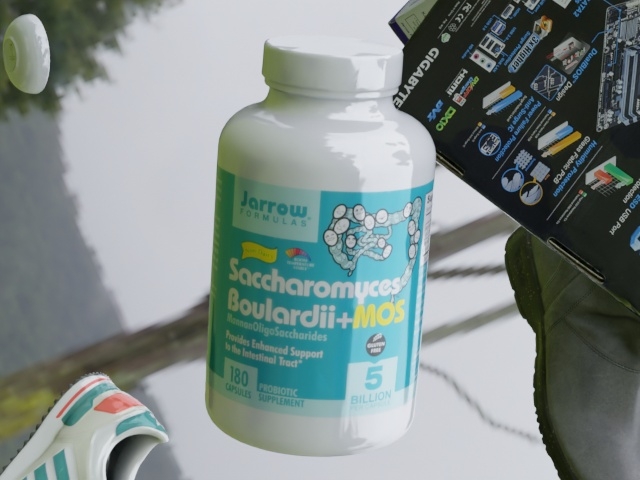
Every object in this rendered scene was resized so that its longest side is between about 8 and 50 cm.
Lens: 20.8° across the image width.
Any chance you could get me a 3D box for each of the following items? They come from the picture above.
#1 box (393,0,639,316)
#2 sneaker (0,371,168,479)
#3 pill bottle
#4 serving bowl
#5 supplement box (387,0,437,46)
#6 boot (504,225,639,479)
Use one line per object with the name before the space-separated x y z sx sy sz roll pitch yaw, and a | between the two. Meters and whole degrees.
box | 0.227 -0.130 1.243 0.293 0.295 0.073 39 6 26
sneaker | -0.156 0.162 1.071 0.075 0.161 0.057 28 -14 30
pill bottle | 0.000 0.000 1.165 0.146 0.146 0.264 -145 -124 -64
serving bowl | -0.311 -0.194 1.817 0.083 0.027 0.083 16 -71 55
supplement box | 0.196 -0.250 1.781 0.220 0.111 0.114 -29 -76 45
boot | 0.281 0.078 1.532 0.223 0.118 0.338 -45 -123 50
